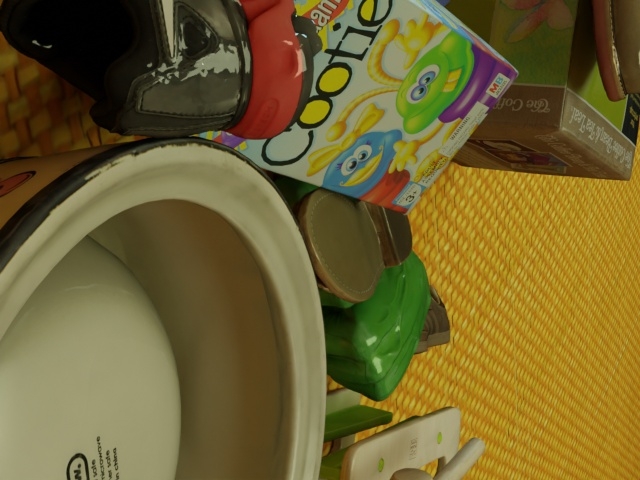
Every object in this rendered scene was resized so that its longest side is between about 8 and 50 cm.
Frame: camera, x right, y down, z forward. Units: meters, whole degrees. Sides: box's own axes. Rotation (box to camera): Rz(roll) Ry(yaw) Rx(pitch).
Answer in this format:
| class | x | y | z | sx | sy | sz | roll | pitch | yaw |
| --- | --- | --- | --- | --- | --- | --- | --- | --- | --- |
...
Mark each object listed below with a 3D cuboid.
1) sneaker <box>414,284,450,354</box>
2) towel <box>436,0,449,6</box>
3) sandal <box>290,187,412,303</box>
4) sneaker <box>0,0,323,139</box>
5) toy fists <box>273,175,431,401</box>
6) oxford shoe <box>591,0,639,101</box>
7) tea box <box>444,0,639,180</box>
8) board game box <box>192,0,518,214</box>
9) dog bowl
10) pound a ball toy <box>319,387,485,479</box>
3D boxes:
| class | x | y | z | sx | sy | sz | roll | pitch | yaw |
| --- | --- | --- | --- | --- | --- | --- | --- | --- | --- |
| sneaker | 0.091 | 0.088 | 1.259 | 0.188 | 0.066 | 0.071 | -1 | 81 | -69 |
| towel | -0.008 | -0.217 | 0.861 | 0.243 | 0.040 | 0.336 | -45 | 151 | 4 |
| sandal | 0.002 | 0.006 | 0.880 | 0.240 | 0.079 | 0.088 | -17 | 91 | -69 |
| sneaker | -0.117 | -0.162 | 0.592 | 0.135 | 0.276 | 0.097 | -19 | 160 | -34 |
| toy fists | 0.025 | 0.031 | 1.054 | 0.142 | 0.096 | 0.279 | -67 | 150 | -41 |
| oxford shoe | 0.337 | -0.281 | 1.064 | 0.123 | 0.130 | 0.348 | 51 | 52 | -54 |
| tea box | 0.218 | -0.248 | 1.227 | 0.329 | 0.220 | 0.324 | 14 | 83 | -63 |
| board game box | -0.007 | -0.134 | 0.783 | 0.142 | 0.144 | 0.275 | -52 | 150 | 15 |
| dog bowl | -0.150 | 0.137 | 0.654 | 0.408 | 0.150 | 0.408 | -30 | 125 | -59 |
| pound a ball toy | 0.049 | 0.229 | 1.023 | 0.319 | 0.208 | 0.136 | -2 | 98 | -65 |
